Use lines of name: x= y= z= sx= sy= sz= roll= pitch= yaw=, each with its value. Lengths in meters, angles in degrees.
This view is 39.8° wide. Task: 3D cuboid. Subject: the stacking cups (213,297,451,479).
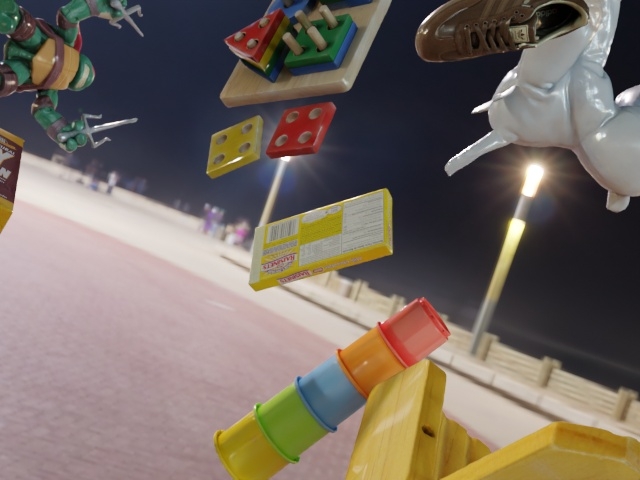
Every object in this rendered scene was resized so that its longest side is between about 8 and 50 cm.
stacking cups: x=0.013 y=0.180 z=1.091 sx=0.096 sy=0.316 sz=0.096 roll=49 pitch=8 yaw=-9

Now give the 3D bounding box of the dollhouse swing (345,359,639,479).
dollhouse swing: x=0.249 y=0.245 z=0.862 sx=0.347 sy=0.305 sz=0.315 roll=38 pitch=29 yaw=-8

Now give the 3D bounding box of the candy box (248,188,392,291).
candy box: x=0.000 y=0.000 z=1.202 sx=0.206 sy=0.105 sz=0.027 roll=-16 pitch=-43 yaw=21

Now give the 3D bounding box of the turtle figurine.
turtle figurine: x=-0.276 y=-0.181 z=0.914 sx=0.118 sy=0.175 sz=0.234 roll=8 pitch=5 yaw=19

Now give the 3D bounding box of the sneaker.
sneaker: x=0.198 y=-0.234 z=0.953 sx=0.188 sy=0.066 sz=0.071 roll=-18 pitch=28 yaw=-5

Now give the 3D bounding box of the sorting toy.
sorting toy: x=-0.020 y=-0.172 z=0.726 sx=0.132 sy=0.274 sz=0.046 roll=0 pitch=-35 yaw=38

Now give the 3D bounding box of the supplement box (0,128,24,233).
supplement box: x=-0.450 y=-0.032 z=1.021 sx=0.129 sy=0.191 sz=0.194 roll=27 pitch=20 yaw=-26

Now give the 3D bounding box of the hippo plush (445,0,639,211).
hippo plush: x=0.355 y=-0.177 z=1.112 sx=0.237 sy=0.294 sz=0.234 roll=34 pitch=-39 yaw=11
